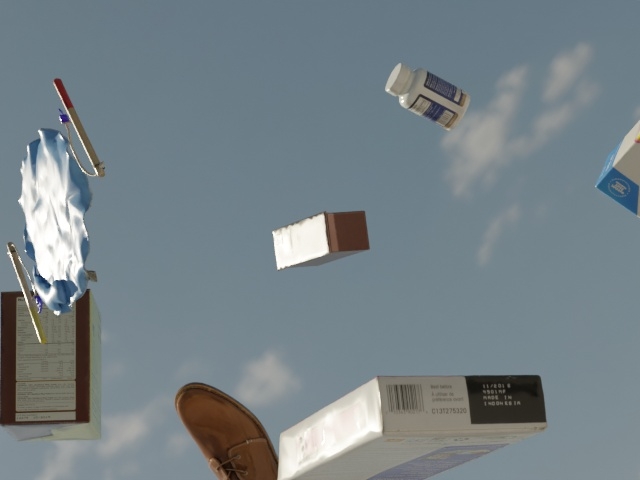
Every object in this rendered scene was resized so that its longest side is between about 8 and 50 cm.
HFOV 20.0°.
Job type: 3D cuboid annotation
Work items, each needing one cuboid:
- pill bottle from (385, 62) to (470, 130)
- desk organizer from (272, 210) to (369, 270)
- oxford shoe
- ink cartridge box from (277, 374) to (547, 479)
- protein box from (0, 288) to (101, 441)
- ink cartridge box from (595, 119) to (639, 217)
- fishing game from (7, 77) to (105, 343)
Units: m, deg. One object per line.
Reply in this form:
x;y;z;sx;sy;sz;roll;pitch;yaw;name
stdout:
0.162;-0.222;2.775;0.067;0.120;0.067;-57;14;23;pill bottle
0.000;0.000;1.979;0.050;0.047;0.130;-4;-7;-28;desk organizer
-0.093;0.250;2.063;0.076;0.212;0.076;-41;-1;20;oxford shoe
0.074;0.208;1.885;0.176;0.069;0.371;1;-19;-21;ink cartridge box
-0.406;0.191;2.742;0.200;0.136;0.201;99;169;-76;protein box
0.480;-0.122;2.368;0.231;0.134;0.078;-54;3;45;ink cartridge box
-0.257;-0.020;1.814;0.041;0.189;0.264;-5;-43;-29;fishing game
